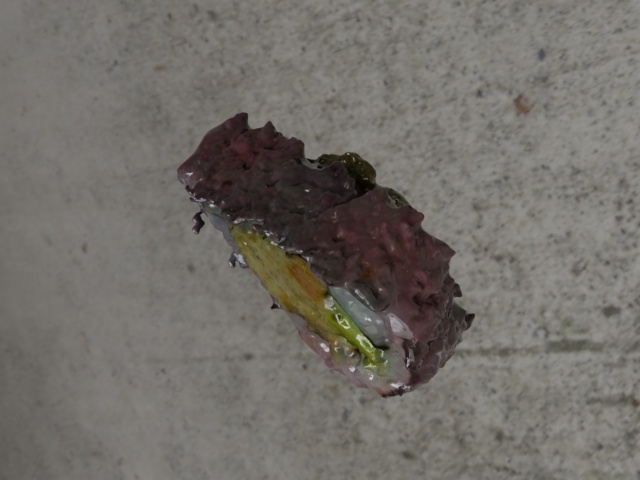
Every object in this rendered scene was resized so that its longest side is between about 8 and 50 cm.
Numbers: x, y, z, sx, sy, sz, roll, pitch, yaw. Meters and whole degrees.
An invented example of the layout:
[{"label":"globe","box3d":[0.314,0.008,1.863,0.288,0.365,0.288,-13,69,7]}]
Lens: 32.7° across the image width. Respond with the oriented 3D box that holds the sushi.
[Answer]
[{"label":"sushi","box3d":[0.007,0.015,0.788,0.241,0.107,0.161,28,151,39]}]
